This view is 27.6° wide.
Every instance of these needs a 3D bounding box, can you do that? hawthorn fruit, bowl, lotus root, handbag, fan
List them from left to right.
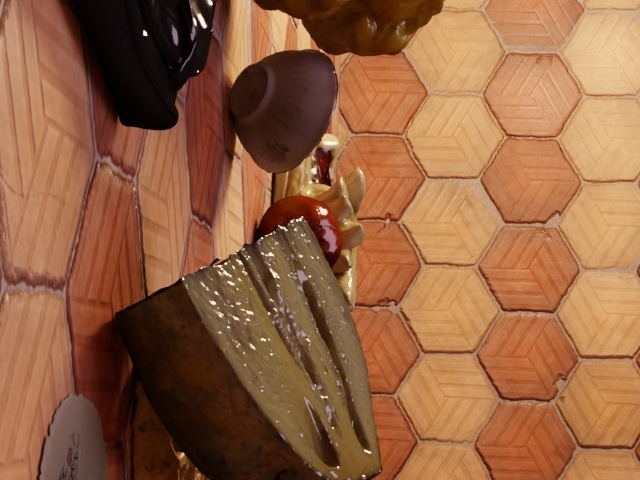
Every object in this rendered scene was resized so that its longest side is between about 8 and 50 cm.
[{"bbox_3d":[-0.198,0.313,1.125,0.233,0.012,0.415,-79,169,-58],"label":"fan"},{"bbox_3d":[-0.151,-0.250,1.132,0.275,0.088,0.244,83,13,-64],"label":"handbag"},{"bbox_3d":[-0.056,0.140,1.264,0.260,0.149,0.267,62,28,-2],"label":"lotus root"},{"bbox_3d":[-0.070,-0.194,1.819,0.086,0.189,0.189,20,65,-40],"label":"bowl"},{"bbox_3d":[-0.036,-0.005,2.160,0.172,0.148,0.148,-101,-169,-80],"label":"hawthorn fruit"}]

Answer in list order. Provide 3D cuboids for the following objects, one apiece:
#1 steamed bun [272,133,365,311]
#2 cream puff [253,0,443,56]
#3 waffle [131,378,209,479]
[{"bbox_3d":[0.000,0.000,2.350,0.247,0.189,0.428,-9,101,-77],"label":"steamed bun"},{"bbox_3d":[0.015,-0.402,1.747,0.257,0.291,0.324,-17,105,-43],"label":"cream puff"},{"bbox_3d":[-0.153,0.184,1.359,0.160,0.055,0.211,-25,115,-83],"label":"waffle"}]
